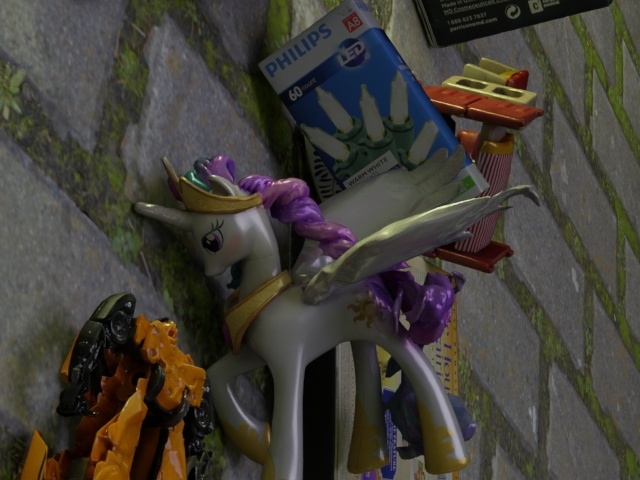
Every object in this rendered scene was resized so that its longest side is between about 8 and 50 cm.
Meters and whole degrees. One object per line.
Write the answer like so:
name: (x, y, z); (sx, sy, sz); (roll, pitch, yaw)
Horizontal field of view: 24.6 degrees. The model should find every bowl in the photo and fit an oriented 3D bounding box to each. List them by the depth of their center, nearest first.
bowl: (0.050, -0.094, 1.768); (0.170, 0.080, 0.170); (-15, 90, -70)

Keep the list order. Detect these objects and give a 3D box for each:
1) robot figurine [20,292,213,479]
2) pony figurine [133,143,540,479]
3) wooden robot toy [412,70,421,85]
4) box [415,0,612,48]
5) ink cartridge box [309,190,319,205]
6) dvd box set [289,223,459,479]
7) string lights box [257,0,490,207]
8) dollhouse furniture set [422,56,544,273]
robot figurine: (-0.169, 0.188, 1.196); (0.211, 0.085, 0.291); (55, 35, -44)
pony figurine: (0.027, 0.058, 1.422); (0.303, 0.351, 0.363); (-156, -130, -77)
wooden robot toy: (0.150, -0.201, 2.054); (0.173, 0.079, 0.076); (27, 57, -61)
box: (0.274, -0.624, 2.238); (0.471, 0.297, 0.480); (66, 28, -25)
ink cartridge box: (0.000, 0.000, 1.706); (0.063, 0.029, 0.115); (56, 34, -44)
dvd box set: (0.072, 0.154, 1.724); (0.420, 0.062, 0.307); (25, 63, -65)
string lights box: (0.061, -0.128, 1.645); (0.259, 0.133, 0.077); (55, 15, 2)
dollhouse furniture set: (0.221, -0.110, 1.948); (0.374, 0.152, 0.201); (-33, 135, -65)
